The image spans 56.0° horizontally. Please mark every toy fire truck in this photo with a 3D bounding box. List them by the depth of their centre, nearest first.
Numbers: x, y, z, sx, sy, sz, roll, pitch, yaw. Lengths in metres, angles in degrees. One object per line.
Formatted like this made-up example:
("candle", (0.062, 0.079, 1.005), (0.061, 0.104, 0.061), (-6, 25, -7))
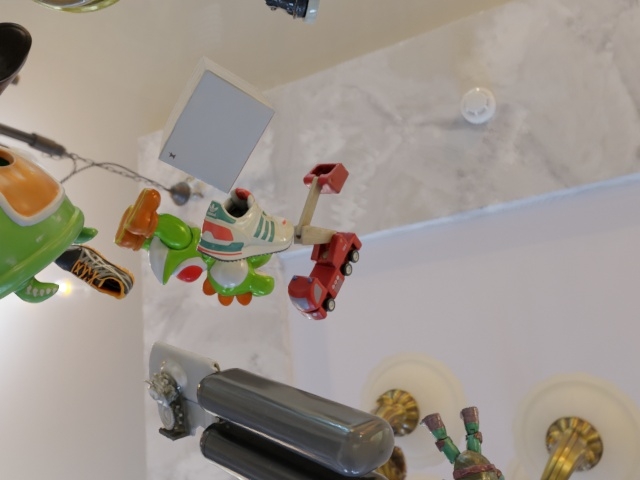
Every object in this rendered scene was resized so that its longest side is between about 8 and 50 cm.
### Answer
("toy fire truck", (0.000, 0.000, 0.850), (0.047, 0.135, 0.192), (4, -126, 39))

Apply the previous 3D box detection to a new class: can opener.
("can opener", (-0.050, 0.127, 0.449), (0.280, 0.093, 0.074), (4, -80, 51))

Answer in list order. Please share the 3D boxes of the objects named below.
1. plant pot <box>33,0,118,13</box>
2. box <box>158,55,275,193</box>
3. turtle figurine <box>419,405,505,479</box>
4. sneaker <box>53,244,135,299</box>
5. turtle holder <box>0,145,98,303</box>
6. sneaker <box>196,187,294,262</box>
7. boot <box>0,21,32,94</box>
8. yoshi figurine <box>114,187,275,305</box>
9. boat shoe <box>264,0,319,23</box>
("plant pot", (-0.398, -0.471, 0.928), (0.254, 0.254, 0.239), (-44, -147, 13))
("box", (-0.247, -0.281, 1.398), (0.215, 0.168, 0.345), (-58, -159, 13))
("turtle figurine", (0.266, 0.423, 1.075), (0.118, 0.175, 0.234), (120, -33, -49))
("sneaker", (-0.567, 0.079, 1.506), (0.084, 0.215, 0.083), (-55, -156, 18))
("turtle holder", (-0.524, -0.014, 0.895), (0.320, 0.227, 0.243), (-11, -147, 32))
("sneaker", (-0.079, -0.025, 0.717), (0.057, 0.161, 0.075), (21, -70, 29))
("boot", (-0.651, -0.280, 1.171), (0.264, 0.096, 0.280), (-63, -161, -10))
("yoshi figurine", (-0.251, -0.003, 1.348), (0.203, 0.362, 0.203), (-55, -156, 16))
("boat shoe", (-0.076, -0.515, 1.152), (0.340, 0.113, 0.127), (-100, -161, -43))
